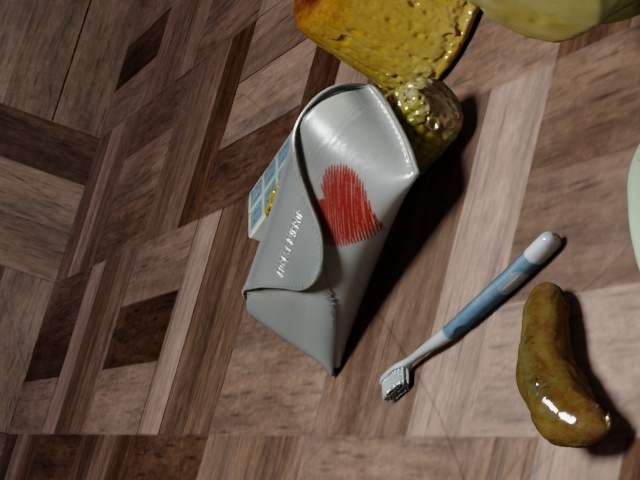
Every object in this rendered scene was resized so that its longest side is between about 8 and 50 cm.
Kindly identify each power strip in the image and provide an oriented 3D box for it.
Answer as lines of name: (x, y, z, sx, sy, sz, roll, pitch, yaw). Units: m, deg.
power strip: (-0.039, -0.078, 1.757, 0.192, 0.035, 0.081, -54, 25, 40)

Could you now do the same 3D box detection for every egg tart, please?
egg tart: (0.068, -0.263, 1.482, 0.202, 0.147, 0.202, -53, 24, 36)

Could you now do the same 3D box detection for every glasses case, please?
glasses case: (0.002, 0.002, 1.389, 0.128, 0.083, 0.308, 50, 138, 32)

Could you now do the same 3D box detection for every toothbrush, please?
toothbrush: (0.120, 0.070, 1.210, 0.275, 0.019, 0.025, -48, 35, 48)

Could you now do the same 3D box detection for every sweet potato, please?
sweet potato: (0.165, 0.092, 1.023, 0.182, 0.053, 0.054, -95, -8, -56)

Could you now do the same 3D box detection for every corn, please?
corn: (0.040, -0.074, 1.455, 0.320, 0.097, 0.097, -37, 38, 54)

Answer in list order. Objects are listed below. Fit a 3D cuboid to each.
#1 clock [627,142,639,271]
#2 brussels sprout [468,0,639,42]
clock: (0.255, -0.017, 0.868, 0.151, 0.062, 0.191, -47, 30, 47)
brussels sprout: (0.207, -0.272, 1.006, 0.294, 0.227, 0.259, -58, 12, -15)
